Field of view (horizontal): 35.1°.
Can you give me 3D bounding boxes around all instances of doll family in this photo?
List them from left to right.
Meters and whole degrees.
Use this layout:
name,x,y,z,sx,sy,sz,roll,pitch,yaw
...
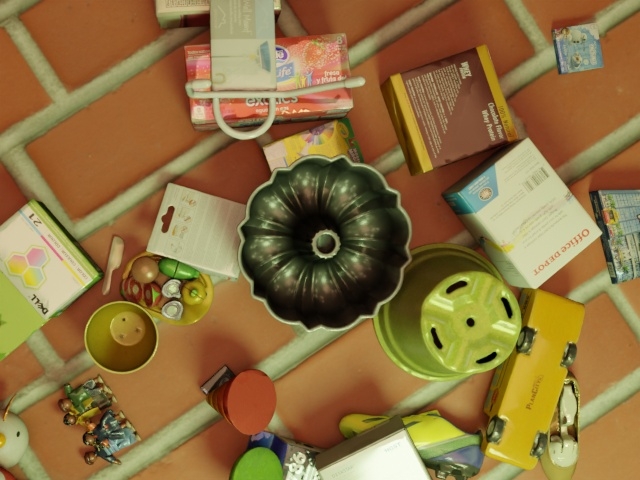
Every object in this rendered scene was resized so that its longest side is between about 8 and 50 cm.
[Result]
name,x,y,z,sx,sy,sz,roll,pitch,yaw
doll family,-0.422,0.344,1.895,0.111,0.076,0.193,-31,96,-10

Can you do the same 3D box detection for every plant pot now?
name,x,y,z,sx,sy,sz,roll,pitch,yaw
plant pot,-0.364,0.172,1.886,0.134,0.095,0.134,0,95,-3
plant pot,0.250,0.140,1.870,0.276,0.254,0.276,0,90,-5

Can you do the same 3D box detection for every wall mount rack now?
name,x,y,z,sx,sy,sz,roll,pitch,yaw
wall mount rack,-0.084,-0.358,1.751,0.304,0.130,0.350,-2,85,-5

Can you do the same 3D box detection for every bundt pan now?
name,x,y,z,sx,sy,sz,roll,pitch,yaw
bundt pan,0.000,0.000,1.885,0.330,0.124,0.331,-1,96,-10

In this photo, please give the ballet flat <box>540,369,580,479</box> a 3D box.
name,x,y,z,sx,sy,sz,roll,pitch,yaw
ballet flat,0.473,0.370,1.982,0.080,0.073,0.232,-1,90,-5

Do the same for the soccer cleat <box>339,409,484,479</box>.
name,x,y,z,sx,sy,sz,roll,pitch,yaw
soccer cleat,0.178,0.378,1.959,0.289,0.093,0.121,17,62,-2

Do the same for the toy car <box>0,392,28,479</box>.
name,x,y,z,sx,sy,sz,roll,pitch,yaw
toy car,-0.591,0.391,1.825,0.219,0.210,0.238,15,76,-16

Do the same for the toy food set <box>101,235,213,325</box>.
name,x,y,z,sx,sy,sz,roll,pitch,yaw
toy food set,-0.308,0.083,1.906,0.217,0.071,0.128,20,88,-5

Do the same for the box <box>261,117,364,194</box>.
name,x,y,z,sx,sy,sz,roll,pitch,yaw
box,-0.013,-0.163,1.951,0.179,0.043,0.105,-19,92,-3

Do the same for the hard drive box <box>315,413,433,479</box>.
name,x,y,z,sx,sy,sz,roll,pitch,yaw
hard drive box,0.121,0.469,1.861,0.181,0.089,0.232,-26,98,2

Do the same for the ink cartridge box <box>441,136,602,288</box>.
name,x,y,z,sx,sy,sz,roll,pitch,yaw
ink cartridge box,0.378,-0.049,1.925,0.171,0.168,0.233,-38,93,-4

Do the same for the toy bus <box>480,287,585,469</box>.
name,x,y,z,sx,sy,sz,roll,pitch,yaw
toy bus,0.401,0.262,1.946,0.108,0.130,0.333,19,88,-6

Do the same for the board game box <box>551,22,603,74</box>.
name,x,y,z,sx,sy,sz,roll,pitch,yaw
board game box,0.512,-0.382,2.014,0.090,0.020,0.090,-10,91,-7

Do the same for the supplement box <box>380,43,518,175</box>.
name,x,y,z,sx,sy,sz,roll,pitch,yaw
supplement box,0.243,-0.245,1.932,0.194,0.129,0.191,-20,92,-5

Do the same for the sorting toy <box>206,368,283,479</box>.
name,x,y,z,sx,sy,sz,roll,pitch,yaw
sorting toy,-0.157,0.420,1.886,0.127,0.126,0.366,-5,91,-47

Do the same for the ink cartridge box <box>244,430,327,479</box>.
name,x,y,z,sx,sy,sz,roll,pitch,yaw
ink cartridge box,0.003,0.487,1.942,0.332,0.065,0.166,16,89,-5

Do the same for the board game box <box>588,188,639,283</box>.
name,x,y,z,sx,sy,sz,roll,pitch,yaw
board game box,0.655,-0.029,2.007,0.194,0.060,0.194,-15,91,-5

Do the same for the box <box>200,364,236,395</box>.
name,x,y,z,sx,sy,sz,roll,pitch,yaw
box,-0.180,0.292,1.945,0.067,0.018,0.083,-41,93,-4

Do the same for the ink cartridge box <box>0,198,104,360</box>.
name,x,y,z,sx,sy,sz,roll,pitch,yaw
ink cartridge box,-0.559,0.077,1.868,0.255,0.097,0.189,-41,92,-5

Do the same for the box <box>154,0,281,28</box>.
name,x,y,z,sx,sy,sz,roll,pitch,yaw
box,-0.195,-0.484,1.891,0.232,0.127,0.149,-4,91,-5

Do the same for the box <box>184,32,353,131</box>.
name,x,y,z,sx,sy,sz,roll,pitch,yaw
box,-0.098,-0.292,1.889,0.299,0.154,0.142,-6,89,-4

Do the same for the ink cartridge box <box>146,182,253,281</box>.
name,x,y,z,sx,sy,sz,roll,pitch,yaw
ink cartridge box,-0.223,-0.015,1.917,0.179,0.045,0.146,16,75,-2
